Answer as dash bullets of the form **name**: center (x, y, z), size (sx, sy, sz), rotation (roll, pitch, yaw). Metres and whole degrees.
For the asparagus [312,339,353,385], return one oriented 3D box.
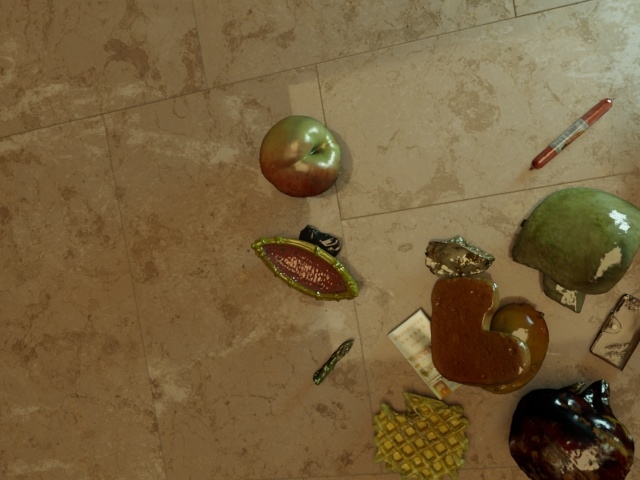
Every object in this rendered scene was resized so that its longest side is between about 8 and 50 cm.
- **asparagus**: center (0.036, 0.336, 1.557), size (0.030, 0.036, 0.165), rotation (40, 101, 0)

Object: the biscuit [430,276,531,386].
- **biscuit**: center (0.388, 0.218, 1.373), size (0.262, 0.052, 0.277), rotation (-17, 64, 45)

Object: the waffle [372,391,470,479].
- **waffle**: center (0.266, 0.534, 1.506), size (0.261, 0.056, 0.249), rotation (10, 101, 10)

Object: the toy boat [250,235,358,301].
- **toy boat**: center (-0.038, 0.077, 1.527), size (0.318, 0.099, 0.141), rotation (26, 103, 8)

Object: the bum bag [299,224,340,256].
- **bum bag**: center (-0.001, 0.000, 1.542), size (0.125, 0.034, 0.057), rotation (22, 112, 11)

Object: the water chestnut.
- **water chestnut**: center (0.592, 0.463, 1.322), size (0.289, 0.289, 0.244), rotation (-7, 88, 14)

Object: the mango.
- **mango**: center (0.474, 0.274, 1.407), size (0.156, 0.151, 0.248), rotation (35, 110, 40)

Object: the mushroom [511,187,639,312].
- **mushroom**: center (0.600, 0.009, 1.327), size (0.218, 0.212, 0.292), rotation (30, 107, 2)

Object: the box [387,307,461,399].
- **box**: center (0.293, 0.304, 1.496), size (0.122, 0.032, 0.220), rotation (-41, 85, 13)

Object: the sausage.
- **sausage**: center (0.618, -0.262, 1.380), size (0.253, 0.034, 0.034), rotation (-42, 84, 13)

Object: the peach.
- **peach**: center (-0.061, -0.217, 1.475), size (0.233, 0.232, 0.232), rotation (1, 94, 13)

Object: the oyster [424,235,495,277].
- **oyster**: center (0.361, 0.043, 1.451), size (0.177, 0.056, 0.105), rotation (-4, 105, 14)

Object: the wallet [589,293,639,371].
- **wallet**: center (0.752, 0.226, 1.387), size (0.095, 0.026, 0.176), rotation (30, 99, 12)
